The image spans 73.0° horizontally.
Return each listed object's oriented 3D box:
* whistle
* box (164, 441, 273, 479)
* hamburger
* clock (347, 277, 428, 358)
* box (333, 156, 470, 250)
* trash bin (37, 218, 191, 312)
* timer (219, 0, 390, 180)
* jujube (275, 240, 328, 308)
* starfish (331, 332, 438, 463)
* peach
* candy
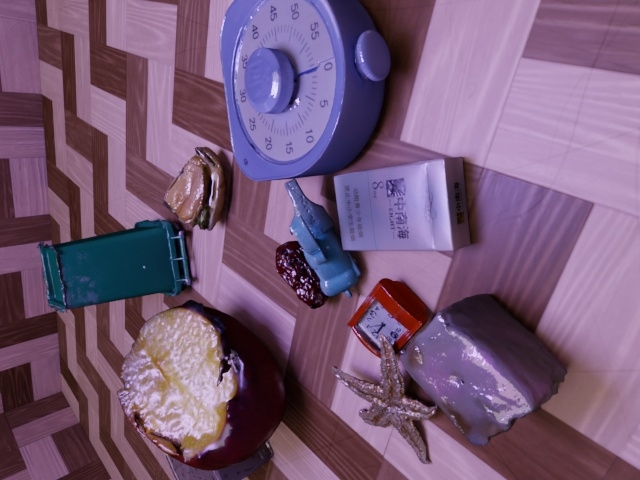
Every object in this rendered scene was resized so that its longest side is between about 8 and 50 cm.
[{"bbox_3d":[0.000,0.000,0.888,0.093,0.186,0.273,-27,99,5],"label":"whistle"},{"bbox_3d":[-0.326,0.632,1.324,0.297,0.191,0.225,-44,70,42],"label":"box"},{"bbox_3d":[-0.313,-0.145,1.191,0.155,0.135,0.207,38,111,14],"label":"hamburger"},{"bbox_3d":[0.131,0.157,0.849,0.113,0.061,0.155,45,132,18],"label":"clock"},{"bbox_3d":[0.140,-0.059,0.785,0.243,0.067,0.155,1,102,45],"label":"box"},{"bbox_3d":[-0.627,0.082,1.351,0.295,0.381,0.258,1,101,44],"label":"trash bin"},{"bbox_3d":[-0.044,-0.306,0.834,0.395,0.174,0.394,11,106,43],"label":"timer"},{"bbox_3d":[-0.039,0.077,0.976,0.104,0.104,0.165,-37,77,43],"label":"jujube"},{"bbox_3d":[0.122,0.317,0.879,0.231,0.048,0.294,-5,112,43],"label":"starfish"},{"bbox_3d":[-0.300,0.356,1.105,0.416,0.339,0.353,49,177,-5],"label":"peach"},{"bbox_3d":[0.250,0.187,0.664,0.195,0.185,0.137,49,124,31],"label":"candy"}]
